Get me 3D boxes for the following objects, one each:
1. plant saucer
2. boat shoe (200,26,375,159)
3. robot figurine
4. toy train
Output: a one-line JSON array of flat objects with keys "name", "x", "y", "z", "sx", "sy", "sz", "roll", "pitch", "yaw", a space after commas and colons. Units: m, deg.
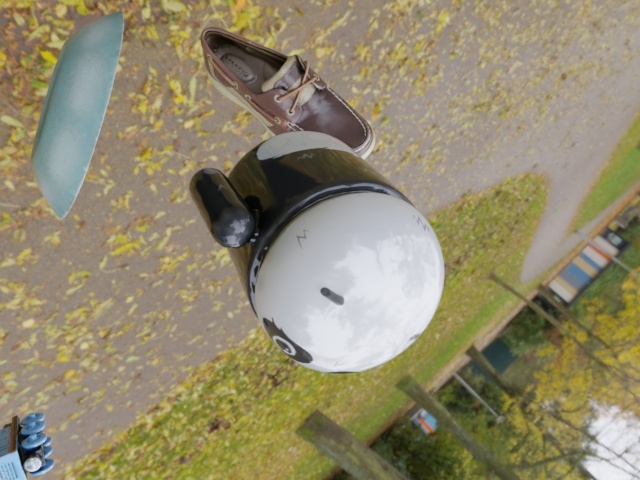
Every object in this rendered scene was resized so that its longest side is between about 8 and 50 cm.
[{"name": "plant saucer", "x": -0.224, "y": -0.117, "z": 0.491, "sx": 0.037, "sy": 0.195, "sz": 0.195, "roll": 16, "pitch": 122, "yaw": -32}, {"name": "boat shoe", "x": -0.059, "y": -0.247, "z": 0.921, "sx": 0.123, "sy": 0.342, "sz": 0.123, "roll": -52, "pitch": 171, "yaw": -9}, {"name": "robot figurine", "x": -0.003, "y": 0.001, "z": 0.528, "sx": 0.209, "sy": 0.278, "sz": 0.173, "roll": -15, "pitch": 123, "yaw": -15}, {"name": "toy train", "x": -0.551, "y": 0.379, "z": 1.005, "sx": 0.105, "sy": 0.184, "sz": 0.080, "roll": -15, "pitch": 103, "yaw": -27}]
